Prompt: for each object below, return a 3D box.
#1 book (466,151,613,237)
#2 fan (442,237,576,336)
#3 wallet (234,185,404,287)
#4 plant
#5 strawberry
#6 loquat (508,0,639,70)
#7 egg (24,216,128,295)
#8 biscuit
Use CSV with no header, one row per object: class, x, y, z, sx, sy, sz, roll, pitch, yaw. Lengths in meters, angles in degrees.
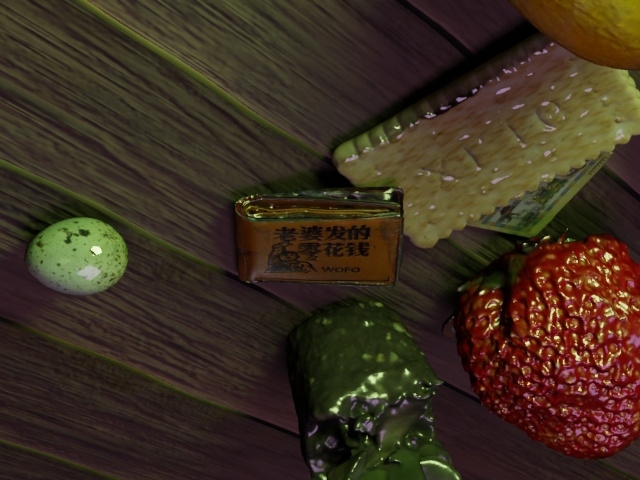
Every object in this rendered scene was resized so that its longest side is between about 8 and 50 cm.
book,0.236,-0.070,1.770,0.192,0.013,0.168,9,136,-34
fan,0.274,0.071,1.980,0.152,0.008,0.227,10,135,-35
wallet,0.000,0.002,1.683,0.195,0.042,0.161,-1,145,-1
plant,0.062,0.228,1.858,0.199,0.276,0.188,-11,149,-11
strawberry,0.309,0.132,1.867,0.261,0.258,0.261,-9,150,-5
loquat,0.278,-0.288,1.308,0.274,0.275,0.275,-13,144,-10
egg,-0.262,0.018,1.576,0.110,0.085,0.085,-8,143,-11
biscuit,0.192,-0.117,1.638,0.325,0.044,0.217,-29,139,19
